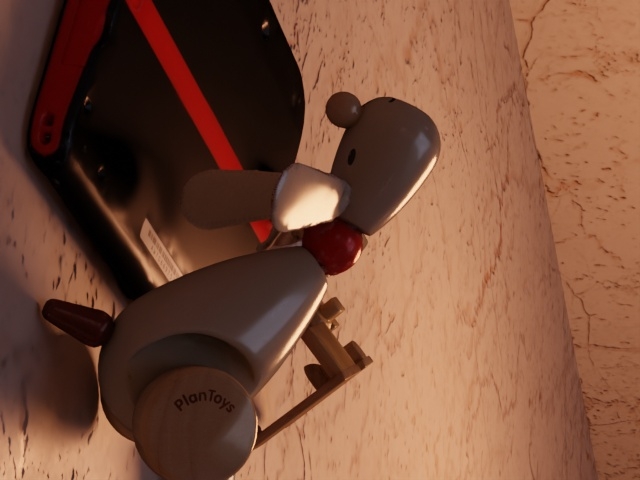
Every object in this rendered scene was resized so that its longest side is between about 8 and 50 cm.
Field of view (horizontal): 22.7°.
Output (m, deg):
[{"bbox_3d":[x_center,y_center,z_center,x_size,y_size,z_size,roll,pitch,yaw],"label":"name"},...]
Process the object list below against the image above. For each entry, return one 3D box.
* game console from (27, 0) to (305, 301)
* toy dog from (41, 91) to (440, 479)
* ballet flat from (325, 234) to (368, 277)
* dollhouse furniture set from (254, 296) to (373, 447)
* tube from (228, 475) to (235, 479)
[{"bbox_3d":[-0.114,-0.100,1.305,0.386,0.060,0.342,63,36,-53],"label":"game console"},{"bbox_3d":[-0.069,0.013,1.141,0.161,0.220,0.334,42,57,-19],"label":"toy dog"},{"bbox_3d":[0.000,0.000,1.519,0.213,0.072,0.068,63,37,-73],"label":"ballet flat"},{"bbox_3d":[-0.048,0.097,1.522,0.151,0.123,0.144,53,15,7],"label":"dollhouse furniture set"},{"bbox_3d":[-0.103,0.266,1.292,0.080,0.052,0.207,29,65,-69],"label":"tube"}]
